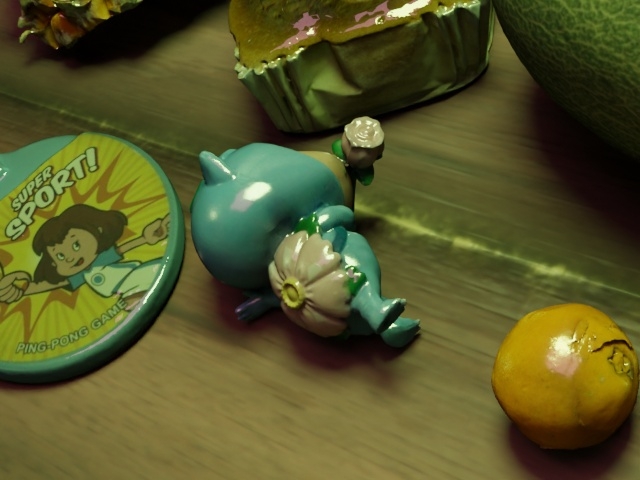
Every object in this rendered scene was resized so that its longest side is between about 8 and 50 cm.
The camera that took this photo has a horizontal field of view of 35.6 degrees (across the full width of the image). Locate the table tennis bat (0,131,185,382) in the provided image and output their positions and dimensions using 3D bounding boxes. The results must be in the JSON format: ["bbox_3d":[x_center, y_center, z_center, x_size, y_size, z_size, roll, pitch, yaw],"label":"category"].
[{"bbox_3d":[-0.239,-0.014,0.816,0.215,0.044,0.329,-43,52,-10],"label":"table tennis bat"}]

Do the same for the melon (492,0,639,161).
[{"bbox_3d":[0.240,-0.155,0.585,0.237,0.237,0.302,-38,54,-7],"label":"melon"}]

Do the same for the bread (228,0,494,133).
[{"bbox_3d":[0.031,-0.195,0.789,0.209,0.110,0.192,-14,52,13],"label":"bread"}]

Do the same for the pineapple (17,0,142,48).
[{"bbox_3d":[-0.185,-0.365,0.863,0.344,0.286,0.209,-44,26,-13],"label":"pineapple"}]

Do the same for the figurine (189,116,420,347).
[{"bbox_3d":[0.002,-0.005,0.669,0.144,0.114,0.178,-40,61,-19],"label":"figurine"}]

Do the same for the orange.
[{"bbox_3d":[0.137,0.076,0.558,0.083,0.083,0.084,-12,51,15],"label":"orange"}]
